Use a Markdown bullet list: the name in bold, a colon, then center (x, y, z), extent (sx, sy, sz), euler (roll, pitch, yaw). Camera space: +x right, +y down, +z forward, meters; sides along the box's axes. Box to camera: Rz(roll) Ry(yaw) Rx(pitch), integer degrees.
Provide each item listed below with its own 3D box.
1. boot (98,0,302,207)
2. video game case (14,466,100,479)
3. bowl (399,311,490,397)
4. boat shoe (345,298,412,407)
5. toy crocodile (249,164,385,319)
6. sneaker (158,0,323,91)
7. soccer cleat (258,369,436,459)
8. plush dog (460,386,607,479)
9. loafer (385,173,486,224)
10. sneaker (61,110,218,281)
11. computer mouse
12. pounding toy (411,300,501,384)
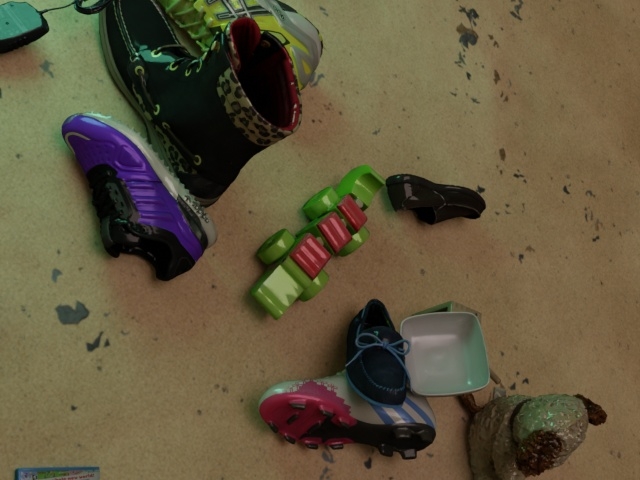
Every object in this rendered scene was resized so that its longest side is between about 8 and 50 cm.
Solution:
- **boot**: center (-0.185, -0.262, 1.683), extent (0.138, 0.284, 0.377), euler (-16, 82, -40)
- **video game case**: center (-0.352, 0.390, 1.491), extent (0.119, 0.015, 0.166), euler (7, 70, -35)
- **bowl**: center (0.200, 0.193, 1.826), extent (0.142, 0.053, 0.142), euler (-4, 65, -9)
- **boat shoe**: center (0.084, 0.172, 1.771), extent (0.109, 0.089, 0.258), euler (11, 21, -18)
- **toy crocodile**: center (0.000, 0.000, 1.844), extent (0.115, 0.105, 0.340), euler (51, 51, -10)
- **sneaker**: center (-0.160, -0.366, 1.835), extent (0.384, 0.145, 0.147), euler (29, 58, -24)
- **soccer cleat**: center (0.039, 0.262, 1.791), extent (0.331, 0.116, 0.143), euler (18, 42, -29)
- **plush dog**: center (0.369, 0.329, 1.922), extent (0.262, 0.225, 0.210), euler (-32, 94, -40)
- **loafer**: center (0.211, -0.064, 2.055), extent (0.220, 0.080, 0.078), euler (12, 76, -28)
- **sneaker**: center (-0.290, -0.057, 1.647), extent (0.293, 0.102, 0.146), euler (46, 53, -15)
- **computer mouse**: center (-0.411, -0.340, 1.676), extent (0.242, 0.041, 0.071), euler (-27, 67, -27)
- **pounding toy**: center (0.235, 0.188, 1.929), extent (0.100, 0.141, 0.130), euler (24, 61, -29)
